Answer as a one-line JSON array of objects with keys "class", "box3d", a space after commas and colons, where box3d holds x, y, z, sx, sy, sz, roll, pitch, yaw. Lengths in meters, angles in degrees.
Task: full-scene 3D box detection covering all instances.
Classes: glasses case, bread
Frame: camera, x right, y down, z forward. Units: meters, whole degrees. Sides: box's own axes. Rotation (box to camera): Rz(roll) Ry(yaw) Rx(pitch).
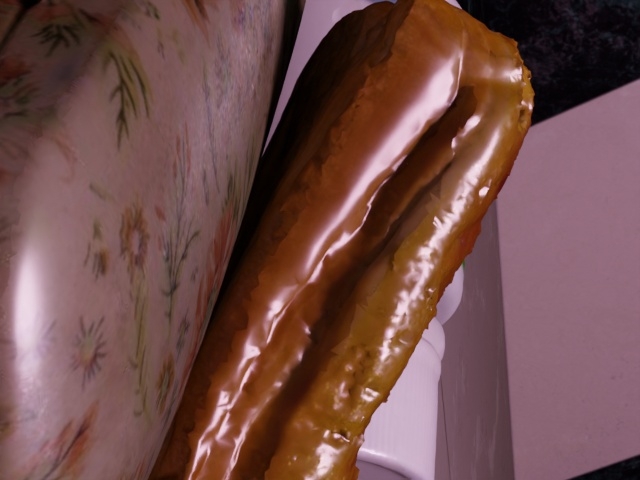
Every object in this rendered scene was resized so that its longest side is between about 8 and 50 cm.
[{"class": "glasses case", "box3d": [-0.064, -0.055, 0.624, 0.425, 0.098, 0.156, -76, 173, -56]}, {"class": "bread", "box3d": [-0.016, 0.048, 0.668, 0.271, 0.077, 0.139, -67, -167, -10]}]

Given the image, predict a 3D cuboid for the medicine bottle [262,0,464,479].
[{"class": "medicine bottle", "box3d": [0.000, 0.000, 0.883, 0.139, 0.139, 0.237, 69, 21, -64]}]
